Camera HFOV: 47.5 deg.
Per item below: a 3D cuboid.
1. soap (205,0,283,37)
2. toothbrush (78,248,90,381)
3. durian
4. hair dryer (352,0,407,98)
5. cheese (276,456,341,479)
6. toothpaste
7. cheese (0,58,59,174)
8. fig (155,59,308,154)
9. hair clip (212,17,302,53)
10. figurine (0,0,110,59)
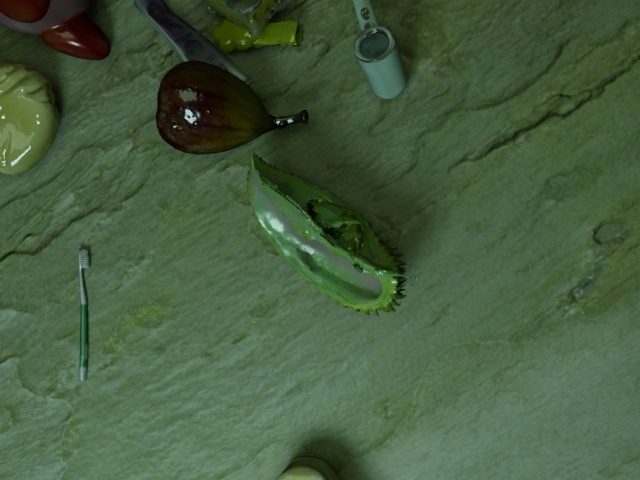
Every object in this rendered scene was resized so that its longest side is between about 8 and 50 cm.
[{"bbox_3d":[-0.109,-0.504,1.331,0.135,0.076,0.233,34,84,18],"label":"soap"},{"bbox_3d":[-0.460,0.144,1.411,0.024,0.018,0.257,0,86,4],"label":"toothbrush"},{"bbox_3d":[0.006,0.004,1.260,0.355,0.169,0.157,37,94,15],"label":"durian"},{"bbox_3d":[0.086,-0.379,1.309,0.073,0.131,0.236,-21,64,10],"label":"hair dryer"},{"bbox_3d":[-0.045,0.616,1.269,0.383,0.104,0.384,0,87,10],"label":"cheese"},{"bbox_3d":[-0.260,-0.385,1.390,0.075,0.048,0.301,-42,87,-22],"label":"toothpaste"},{"bbox_3d":[-0.616,-0.237,1.401,0.213,0.117,0.226,15,100,-5],"label":"cheese"},{"bbox_3d":[-0.158,-0.233,1.317,0.274,0.146,0.170,6,124,-1],"label":"fig"},{"bbox_3d":[-0.123,-0.384,1.364,0.173,0.046,0.072,6,79,12],"label":"hair clip"},{"bbox_3d":[-0.547,-0.481,1.354,0.211,0.269,0.262,-10,76,15],"label":"figurine"}]
